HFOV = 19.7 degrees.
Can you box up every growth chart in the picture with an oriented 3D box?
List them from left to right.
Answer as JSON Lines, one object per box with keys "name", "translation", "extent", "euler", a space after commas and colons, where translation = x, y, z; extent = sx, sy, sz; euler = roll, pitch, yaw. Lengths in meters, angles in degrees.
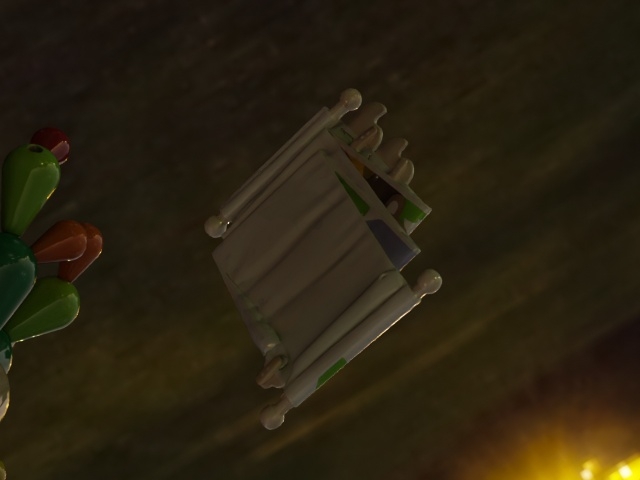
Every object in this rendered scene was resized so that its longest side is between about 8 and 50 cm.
{"name": "growth chart", "translation": [0.000, 0.000, 1.245], "extent": [0.172, 0.021, 0.237], "euler": [-37, -142, 11]}

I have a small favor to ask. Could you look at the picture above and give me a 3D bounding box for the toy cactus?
{"name": "toy cactus", "translation": [-0.179, 0.055, 0.900], "extent": [0.219, 0.112, 0.180], "euler": [-59, -170, 11]}
